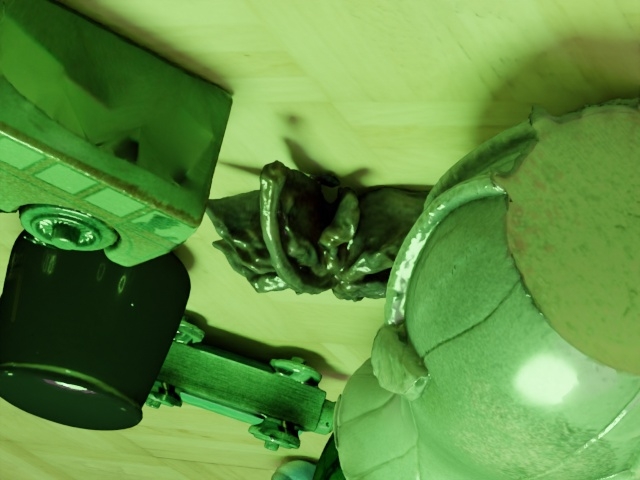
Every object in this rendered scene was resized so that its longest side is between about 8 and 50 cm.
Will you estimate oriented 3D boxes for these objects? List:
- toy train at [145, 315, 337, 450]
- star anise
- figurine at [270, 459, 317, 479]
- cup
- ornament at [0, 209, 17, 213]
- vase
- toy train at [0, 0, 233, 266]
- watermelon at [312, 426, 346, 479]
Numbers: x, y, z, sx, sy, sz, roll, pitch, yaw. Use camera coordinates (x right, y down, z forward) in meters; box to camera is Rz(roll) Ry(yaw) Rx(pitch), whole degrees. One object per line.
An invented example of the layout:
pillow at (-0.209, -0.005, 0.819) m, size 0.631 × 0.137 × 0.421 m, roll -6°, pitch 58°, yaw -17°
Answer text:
toy train at (-0.105, 0.149, 1.846) m, size 0.248 × 0.101 × 0.159 m, roll 20°, pitch 172°, yaw -11°
star anise at (-0.001, 0.000, 1.394) m, size 0.209 × 0.089 × 0.231 m, roll -17°, pitch 155°, yaw 41°
figurine at (-0.025, 0.316, 2.227) m, size 0.114 × 0.079 × 0.114 m, roll -9°, pitch 173°, yaw -1°
cup at (-0.231, 0.081, 1.630) m, size 0.169 × 0.176 × 0.223 m, roll 27°, pitch 155°, yaw -38°
ornament at (-0.398, 0.017, 1.548) m, size 0.153 × 0.196 × 0.166 m, roll -2°, pitch 153°, yaw 35°
vase at (0.148, 0.087, 1.275) m, size 0.250 × 0.250 × 0.445 m, roll 17°, pitch 153°, yaw -7°
toy train at (-0.216, -0.094, 1.241) m, size 0.326 × 0.129 × 0.159 m, roll 27°, pitch 150°, yaw -30°
watermelon at (0.152, 0.266, 1.631) m, size 0.363 × 0.363 × 0.363 m, roll 12°, pitch 159°, yaw 5°
